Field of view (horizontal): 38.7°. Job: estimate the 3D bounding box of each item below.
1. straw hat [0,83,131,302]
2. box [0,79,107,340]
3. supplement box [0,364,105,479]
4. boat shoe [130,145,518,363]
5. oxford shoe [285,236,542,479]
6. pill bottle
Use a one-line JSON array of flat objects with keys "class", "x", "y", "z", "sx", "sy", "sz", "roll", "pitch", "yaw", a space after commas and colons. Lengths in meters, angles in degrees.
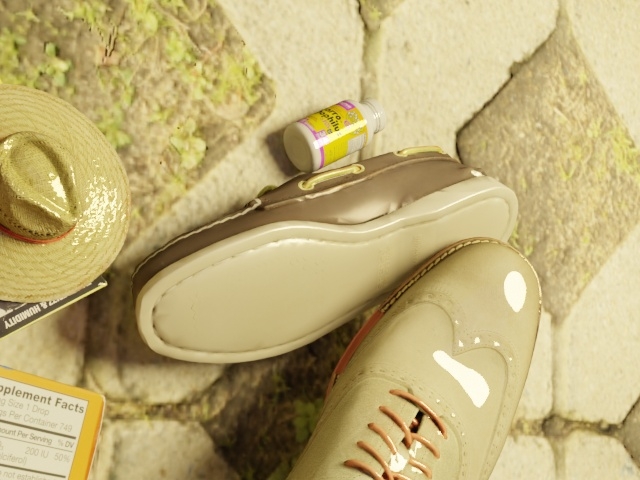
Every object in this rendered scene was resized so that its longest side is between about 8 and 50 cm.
[{"class": "straw hat", "x": -0.176, "y": -0.034, "z": 0.563, "sx": 0.144, "sy": 0.061, "sz": 0.144, "roll": 4, "pitch": 81, "yaw": -29}, {"class": "box", "x": -0.235, "y": -0.053, "z": 0.602, "sx": 0.087, "sy": 0.058, "sz": 0.232, "roll": -29, "pitch": 97, "yaw": -28}, {"class": "supplement box", "x": -0.240, "y": 0.098, "z": 0.524, "sx": 0.233, "sy": 0.078, "sz": 0.080, "roll": 33, "pitch": 62, "yaw": -47}, {"class": "boat shoe", "x": 0.000, "y": 0.000, "z": 0.703, "sx": 0.324, "sy": 0.097, "sz": 0.116, "roll": -17, "pitch": 132, "yaw": -26}, {"class": "oxford shoe", "x": 0.051, "y": 0.158, "z": 0.613, "sx": 0.140, "sy": 0.146, "sz": 0.397, "roll": 31, "pitch": 73, "yaw": 2}, {"class": "pill bottle", "x": 0.014, "y": -0.089, "z": 0.751, "sx": 0.083, "sy": 0.043, "sz": 0.043, "roll": -29, "pitch": 97, "yaw": -29}]
